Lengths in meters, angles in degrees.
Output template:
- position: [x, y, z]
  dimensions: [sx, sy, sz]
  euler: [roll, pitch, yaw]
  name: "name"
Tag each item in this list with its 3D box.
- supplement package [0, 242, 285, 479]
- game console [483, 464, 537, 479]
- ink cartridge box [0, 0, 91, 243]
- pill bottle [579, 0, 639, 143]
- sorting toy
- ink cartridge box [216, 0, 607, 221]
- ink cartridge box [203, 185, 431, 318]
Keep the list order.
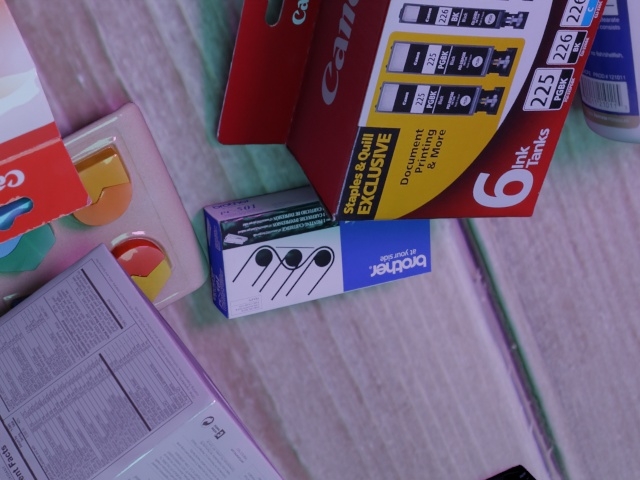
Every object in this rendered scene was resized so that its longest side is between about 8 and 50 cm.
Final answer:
- position: [-0.200, 0.186, 1.074]
  dimensions: [0.262, 0.198, 0.199]
  euler: [-37, 143, -6]
  name: "supplement package"
- position: [0.094, 0.393, 1.402]
  dimensions: [0.361, 0.044, 0.213]
  euler: [-21, 113, -17]
  name: "game console"
- position: [-0.280, -0.084, 1.034]
  dimensions: [0.145, 0.045, 0.179]
  euler: [-25, 86, -14]
  name: "ink cartridge box"
- position: [0.303, -0.236, 1.218]
  dimensions: [0.153, 0.153, 0.265]
  euler: [-20, 115, -17]
  name: "pill bottle"
- position: [-0.205, 0.011, 1.118]
  dimensions: [0.208, 0.038, 0.193]
  euler: [-33, 126, -17]
  name: "sorting toy"
- position: [0.080, -0.176, 1.107]
  dimensions: [0.272, 0.130, 0.309]
  euler: [-2, 125, -24]
  name: "ink cartridge box"
- position: [0.000, 0.000, 1.225]
  dimensions: [0.207, 0.046, 0.097]
  euler: [-12, 113, -20]
  name: "ink cartridge box"
